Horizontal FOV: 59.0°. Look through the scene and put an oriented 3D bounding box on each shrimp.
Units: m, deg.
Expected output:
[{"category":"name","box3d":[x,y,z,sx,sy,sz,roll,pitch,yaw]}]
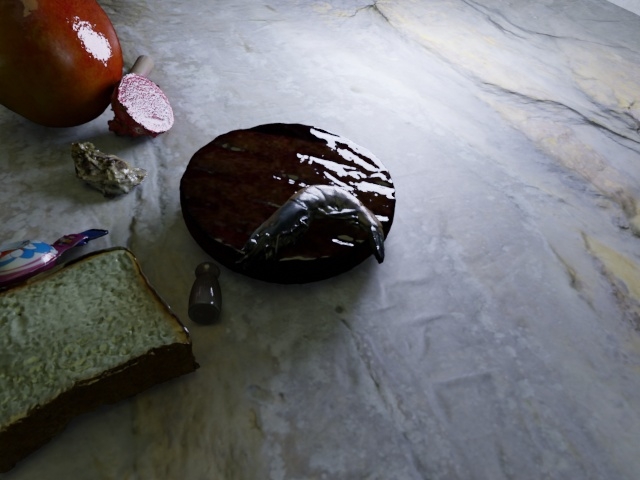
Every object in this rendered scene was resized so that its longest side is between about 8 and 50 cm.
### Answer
[{"category":"shrimp","box3d":[0.000,0.000,0.913,0.198,0.051,0.262,32,47,21]}]

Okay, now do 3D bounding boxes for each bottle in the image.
[{"category":"bottle","box3d":[-0.459,-0.429,1.435,0.045,0.045,0.096,7,47,4]}]

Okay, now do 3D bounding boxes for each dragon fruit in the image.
[{"category":"dragon fruit","box3d":[-0.417,-0.286,1.264,0.110,0.153,0.153,-24,36,29]}]

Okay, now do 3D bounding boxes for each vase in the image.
[{"category":"vase","box3d":[-0.189,0.084,0.932,0.053,0.053,0.101,-2,41,-6]}]

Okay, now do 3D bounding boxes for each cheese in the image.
[{"category":"cheese","box3d":[-0.479,0.026,0.953,0.155,0.062,0.244,7,28,42]}]

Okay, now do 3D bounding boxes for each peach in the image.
[{"category":"peach","box3d":[-0.586,-0.411,1.211,0.307,0.332,0.308,-9,42,8]}]

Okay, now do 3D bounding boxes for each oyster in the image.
[{"category":"oyster","box3d":[-0.441,-0.143,1.147,0.165,0.053,0.108,20,57,7]}]

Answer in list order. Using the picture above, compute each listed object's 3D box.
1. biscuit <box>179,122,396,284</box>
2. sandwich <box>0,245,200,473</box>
[{"category":"biscuit","box3d":[-0.059,-0.079,1.078,0.407,0.091,0.408,4,45,-4]},{"category":"sandwich","box3d":[-0.372,0.149,0.827,0.301,0.099,0.271,-26,46,-23]}]
